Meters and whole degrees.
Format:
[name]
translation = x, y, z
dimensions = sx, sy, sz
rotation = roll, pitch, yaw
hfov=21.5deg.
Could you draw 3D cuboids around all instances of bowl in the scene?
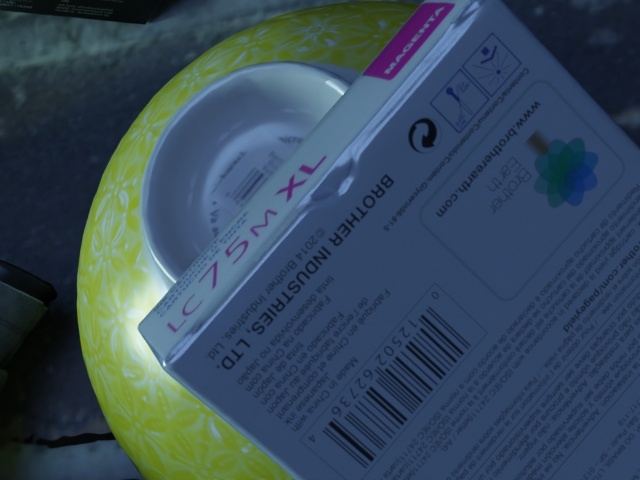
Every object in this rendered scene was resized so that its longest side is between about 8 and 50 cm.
[bowl]
translation = 0.000, 0.000, 0.777
dimensions = 0.289, 0.156, 0.290
rotation = -7, 68, 18

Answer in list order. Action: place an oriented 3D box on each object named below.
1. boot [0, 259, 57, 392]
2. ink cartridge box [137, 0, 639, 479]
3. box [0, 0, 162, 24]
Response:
[boot]
translation = -0.179, 0.112, 0.826
dimensions = 0.338, 0.118, 0.223
rotation = 16, 73, 21
[ink cartridge box]
translation = 0.100, 0.068, 0.690
dimensions = 0.186, 0.311, 0.065
rotation = -49, 19, -3
[box]
translation = -0.238, -0.238, 0.876
dimensions = 0.076, 0.307, 0.242
rotation = -47, 55, 39
